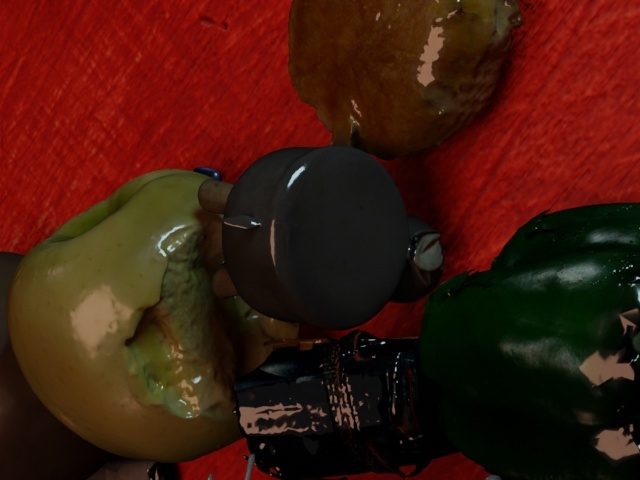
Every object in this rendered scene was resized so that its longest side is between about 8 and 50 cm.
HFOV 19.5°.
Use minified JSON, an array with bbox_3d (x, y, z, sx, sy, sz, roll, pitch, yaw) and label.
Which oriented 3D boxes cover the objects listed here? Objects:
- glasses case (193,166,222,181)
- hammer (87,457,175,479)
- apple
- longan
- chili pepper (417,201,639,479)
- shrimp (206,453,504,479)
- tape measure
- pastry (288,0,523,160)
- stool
[{"bbox_3d":[-0.113,-0.030,1.837,0.033,0.023,0.083,7,103,41],"label":"glasses case"},{"bbox_3d":[-0.318,0.258,2.046,0.427,0.044,0.152,1,97,38],"label":"hammer"},{"bbox_3d":[-0.153,0.073,1.728,0.279,0.279,0.279,8,103,38],"label":"apple"},{"bbox_3d":[-0.338,0.148,1.892,0.300,0.300,0.243,22,137,34],"label":"longan"},{"bbox_3d":[0.217,0.095,1.464,0.257,0.233,0.248,0,94,45],"label":"chili pepper"},{"bbox_3d":[-0.010,0.276,1.515,0.411,0.166,0.221,-7,137,37],"label":"shrimp"},{"bbox_3d":[0.041,0.144,1.614,0.202,0.223,0.135,-11,84,30],"label":"tape measure"},{"bbox_3d":[0.070,-0.182,1.614,0.229,0.100,0.218,-11,87,45],"label":"pastry"},{"bbox_3d":[-0.003,0.009,1.618,0.139,0.228,0.153,3,60,50],"label":"stool"}]
